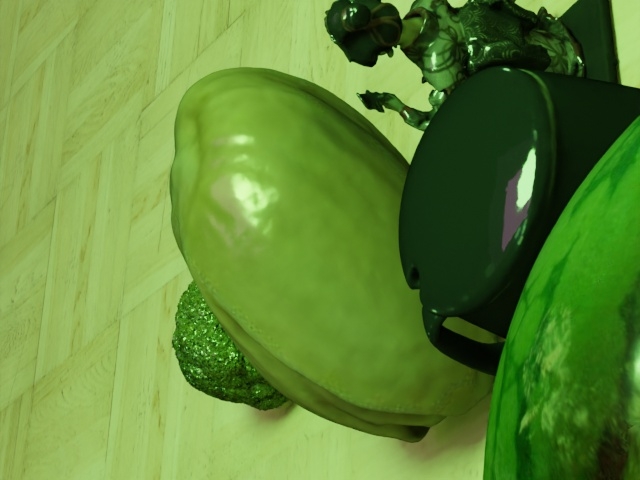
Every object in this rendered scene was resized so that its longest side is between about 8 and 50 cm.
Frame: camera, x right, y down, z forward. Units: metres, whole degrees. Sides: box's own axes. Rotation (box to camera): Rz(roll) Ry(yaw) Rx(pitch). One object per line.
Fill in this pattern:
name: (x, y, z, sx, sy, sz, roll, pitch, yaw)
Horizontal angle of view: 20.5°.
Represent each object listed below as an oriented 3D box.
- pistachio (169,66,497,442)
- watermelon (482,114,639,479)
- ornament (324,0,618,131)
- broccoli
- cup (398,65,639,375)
pistachio: (0.001, 0.008, 1.209, 0.181, 0.293, 0.162, -37, -5, -32)
watermelon: (0.223, 0.083, 0.623, 0.363, 0.363, 0.363, -41, 41, 49)
ornament: (0.078, -0.108, 1.182, 0.153, 0.196, 0.166, -42, 39, 47)
broccoli: (-0.064, 0.077, 1.460, 0.120, 0.131, 0.130, -30, 28, -4)
cup: (0.133, 0.005, 1.030, 0.223, 0.177, 0.169, -51, 37, 37)
